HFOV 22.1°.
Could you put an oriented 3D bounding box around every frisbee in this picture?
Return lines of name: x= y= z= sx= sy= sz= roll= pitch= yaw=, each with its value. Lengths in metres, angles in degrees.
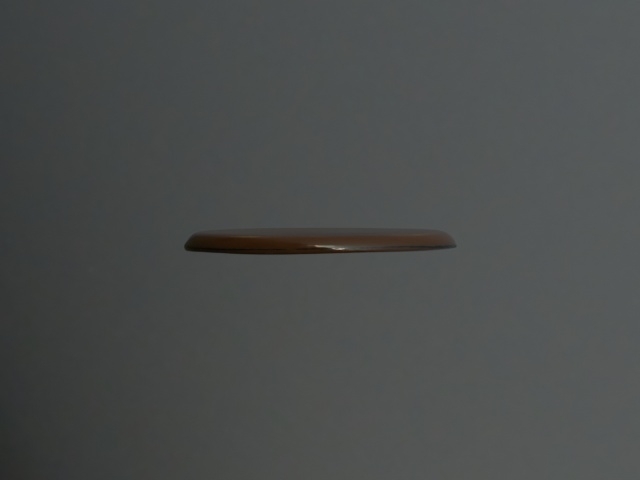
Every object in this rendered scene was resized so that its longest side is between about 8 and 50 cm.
frisbee: x=0.000 y=0.000 z=1.508 sx=0.251 sy=0.250 sz=0.021 roll=-173 pitch=-97 yaw=-73
